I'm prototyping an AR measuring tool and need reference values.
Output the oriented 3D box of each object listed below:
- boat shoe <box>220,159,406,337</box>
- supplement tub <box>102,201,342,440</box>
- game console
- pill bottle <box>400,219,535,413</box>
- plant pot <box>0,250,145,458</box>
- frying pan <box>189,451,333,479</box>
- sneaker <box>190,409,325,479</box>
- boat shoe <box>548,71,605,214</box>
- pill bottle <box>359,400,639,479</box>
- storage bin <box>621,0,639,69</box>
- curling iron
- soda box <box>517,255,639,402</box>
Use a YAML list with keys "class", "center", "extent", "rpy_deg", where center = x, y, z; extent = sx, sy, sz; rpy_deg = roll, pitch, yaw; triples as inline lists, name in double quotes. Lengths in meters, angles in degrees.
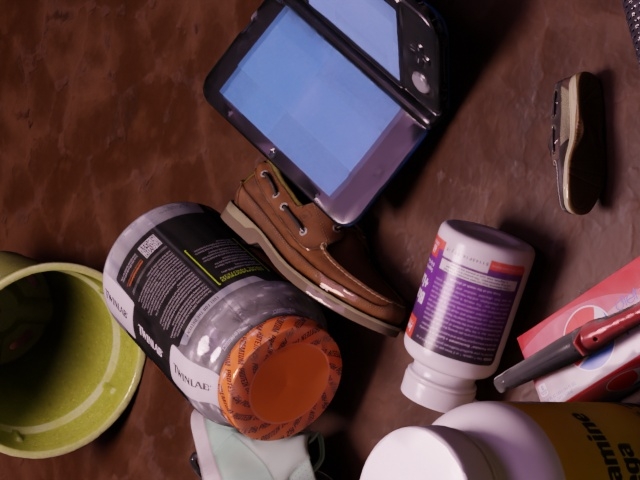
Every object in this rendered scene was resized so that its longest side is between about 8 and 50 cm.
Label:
- class: "boat shoe"
  center: [0.000, 0.000, 1.981]
  extent: [0.307, 0.110, 0.104]
  rpy_deg: [38, 98, 36]
- class: "supplement tub"
  center: [-0.118, 0.098, 2.022]
  extent: [0.316, 0.193, 0.194]
  rpy_deg: [40, 115, 49]
- class: "game console"
  center: [-0.006, -0.209, 1.918]
  extent: [0.293, 0.173, 0.250]
  rpy_deg: [43, 160, 27]
- class: "pill bottle"
  center: [0.153, 0.084, 1.806]
  extent: [0.108, 0.108, 0.193]
  rpy_deg: [30, 107, 45]
- class: "plant pot"
  center: [-0.419, 0.131, 2.345]
  extent: [0.254, 0.276, 0.276]
  rpy_deg: [28, 107, 58]
- class: "frying pan"
  center: [-0.062, 0.372, 2.042]
  extent: [0.326, 0.053, 0.197]
  rpy_deg: [-1, 76, 50]
- class: "sneaker"
  center: [-0.073, 0.260, 2.025]
  extent: [0.256, 0.151, 0.094]
  rpy_deg: [-124, 21, -70]
- class: "boat shoe"
  center: [0.264, -0.099, 1.749]
  extent: [0.049, 0.056, 0.152]
  rpy_deg: [-9, 70, 52]
- class: "pill bottle"
  center: [0.201, 0.244, 1.568]
  extent: [0.188, 0.334, 0.188]
  rpy_deg: [-6, 82, 47]
- class: "storage bin"
  center: [0.387, -0.225, 1.571]
  extent: [0.180, 0.122, 0.084]
  rpy_deg: [-27, 67, 43]
- class: "curling iron"
  center: [0.266, 0.105, 1.609]
  extent: [0.274, 0.035, 0.068]
  rpy_deg: [-23, 71, 43]
- class: "soda box"
  center: [0.320, 0.076, 1.642]
  extent: [0.263, 0.083, 0.092]
  rpy_deg: [-40, 58, 38]
